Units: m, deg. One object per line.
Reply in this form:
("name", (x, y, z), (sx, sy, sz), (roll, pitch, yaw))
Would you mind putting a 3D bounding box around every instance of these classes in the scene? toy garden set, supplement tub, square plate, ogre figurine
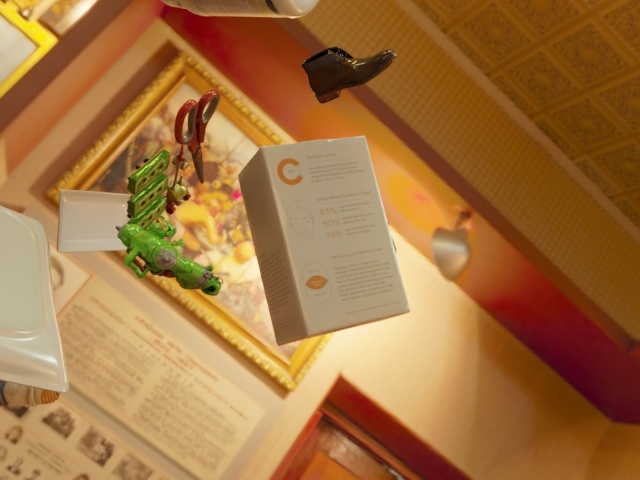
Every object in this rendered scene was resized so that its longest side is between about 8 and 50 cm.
("toy garden set", (-0.352, -0.109, 1.543), (0.049, 0.204, 0.244), (31, -41, 11))
("supplement tub", (-0.173, -0.582, 1.481), (0.324, 0.236, 0.235), (9, -30, 25))
("square plate", (-0.485, 0.019, 0.915), (0.347, 0.049, 0.344), (27, 22, -40))
("ogre figurine", (-0.251, 0.026, 1.155), (0.197, 0.097, 0.118), (51, 6, 37))

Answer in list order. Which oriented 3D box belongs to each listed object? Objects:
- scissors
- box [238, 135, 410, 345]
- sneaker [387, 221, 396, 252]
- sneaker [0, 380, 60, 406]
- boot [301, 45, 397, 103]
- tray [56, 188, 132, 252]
("scissors", (-0.244, -0.172, 1.362), (0.021, 0.109, 0.297), (37, -35, 8))
("box", (0.000, 0.000, 1.352), (0.168, 0.214, 0.346), (148, -70, -64))
("sneaker", (0.102, 0.070, 1.777), (0.101, 0.269, 0.153), (26, -28, -13))
("sneaker", (-0.527, 0.157, 1.253), (0.296, 0.130, 0.112), (-114, -155, -47))
("boot", (0.063, -0.412, 1.678), (0.219, 0.082, 0.106), (-26, -62, 17))
("tray", (-0.547, -0.046, 1.755), (0.030, 0.145, 0.270), (4, 2, 24))
